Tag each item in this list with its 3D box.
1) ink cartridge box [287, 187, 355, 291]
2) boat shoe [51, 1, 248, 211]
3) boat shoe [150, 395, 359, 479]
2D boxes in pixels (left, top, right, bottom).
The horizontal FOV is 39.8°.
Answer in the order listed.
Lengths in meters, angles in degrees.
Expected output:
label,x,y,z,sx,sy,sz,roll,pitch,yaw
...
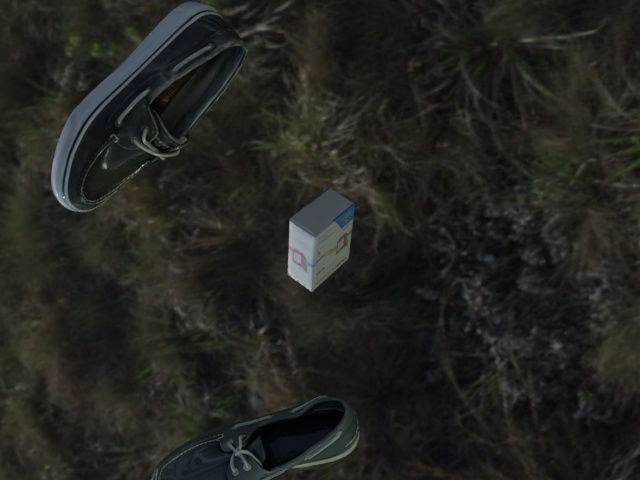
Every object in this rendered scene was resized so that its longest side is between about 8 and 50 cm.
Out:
label,x,y,z,sx,sy,sz,roll,pitch,yaw
ink cartridge box,0.000,0.000,1.257,0.052,0.088,0.122,35,146,22
boat shoe,-0.228,-0.163,1.166,0.119,0.121,0.335,41,97,33
boat shoe,-0.097,0.300,1.285,0.099,0.320,0.116,87,166,-59
